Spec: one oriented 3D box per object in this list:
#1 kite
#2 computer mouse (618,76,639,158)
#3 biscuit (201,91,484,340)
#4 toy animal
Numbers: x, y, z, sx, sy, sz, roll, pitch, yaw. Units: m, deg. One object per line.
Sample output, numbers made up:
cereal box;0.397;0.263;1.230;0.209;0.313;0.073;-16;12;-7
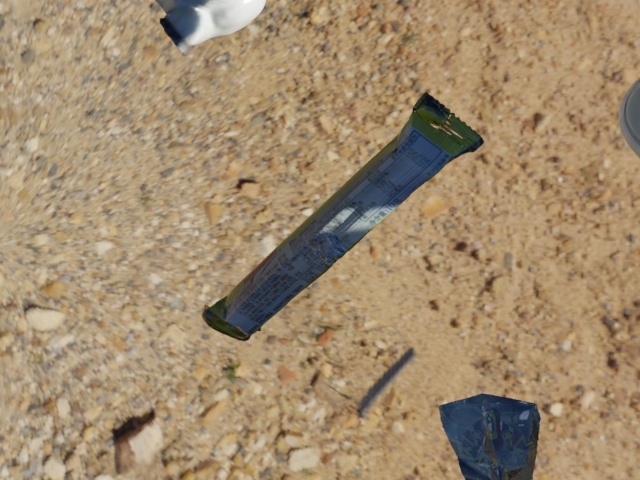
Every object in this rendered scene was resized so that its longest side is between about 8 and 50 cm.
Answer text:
kite;0.230;0.318;1.241;0.015;0.141;0.245;-7;91;-54
computer mouse;0.549;-0.206;1.294;0.296;0.121;0.184;-33;69;-17
biscuit;0.000;0.000;0.665;0.048;0.292;0.026;30;46;-19
toy animal;-0.090;-0.416;1.259;0.357;0.258;0.194;-37;110;10
